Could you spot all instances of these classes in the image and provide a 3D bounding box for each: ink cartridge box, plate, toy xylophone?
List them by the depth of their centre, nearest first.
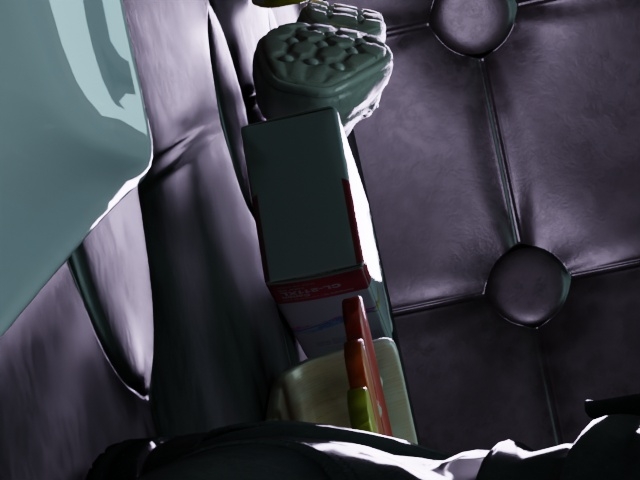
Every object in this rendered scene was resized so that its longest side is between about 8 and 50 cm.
[{"bbox_3d":[-0.107,-0.128,0.389,0.277,0.045,0.278,-83,160,-78],"label":"plate"},{"bbox_3d":[0.023,0.189,0.940,0.323,0.081,0.236,-90,168,-67],"label":"toy xylophone"},{"bbox_3d":[0.000,0.000,1.183,0.175,0.072,0.127,68,11,-66],"label":"ink cartridge box"}]

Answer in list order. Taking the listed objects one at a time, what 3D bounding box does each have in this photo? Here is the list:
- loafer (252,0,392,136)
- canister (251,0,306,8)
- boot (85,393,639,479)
[{"bbox_3d":[0.003,-0.124,1.316,0.319,0.112,0.111,-58,159,-73],"label":"loafer"},{"bbox_3d":[-0.046,-0.304,1.404,0.126,0.073,0.170,-92,171,-61],"label":"canister"},{"bbox_3d":[0.038,0.098,0.464,0.338,0.222,0.118,19,59,-85],"label":"boot"}]
